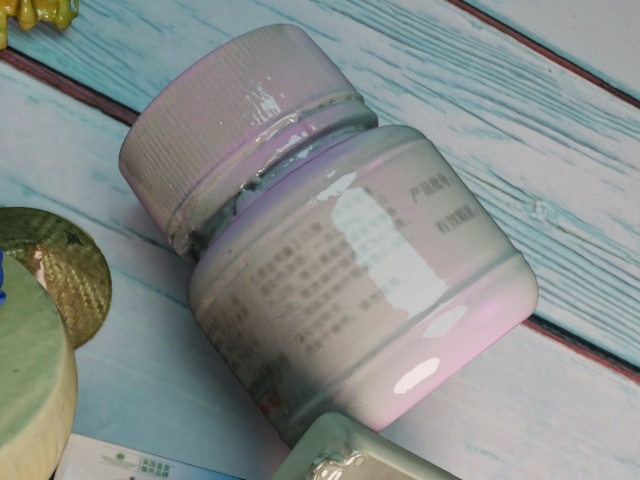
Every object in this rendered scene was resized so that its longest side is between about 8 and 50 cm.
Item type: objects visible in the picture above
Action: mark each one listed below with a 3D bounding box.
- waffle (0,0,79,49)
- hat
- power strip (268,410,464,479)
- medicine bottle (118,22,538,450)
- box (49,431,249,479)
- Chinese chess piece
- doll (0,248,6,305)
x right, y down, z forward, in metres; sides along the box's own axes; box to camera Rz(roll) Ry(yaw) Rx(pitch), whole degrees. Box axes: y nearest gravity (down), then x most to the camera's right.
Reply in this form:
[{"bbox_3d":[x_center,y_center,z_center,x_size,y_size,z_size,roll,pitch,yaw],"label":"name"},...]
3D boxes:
[{"bbox_3d":[-0.347,-0.320,0.944,0.309,0.065,0.283,36,53,-4],"label":"waffle"},{"bbox_3d":[-0.232,0.020,0.791,0.146,0.067,0.146,12,57,-19],"label":"hat"},{"bbox_3d":[0.046,0.212,0.717,0.270,0.118,0.046,36,4,-45],"label":"power strip"},{"bbox_3d":[0.000,0.000,0.806,0.241,0.241,0.302,-30,77,-36],"label":"medicine bottle"},{"bbox_3d":[-0.113,0.236,0.714,0.194,0.073,0.139,19,55,-15],"label":"box"},{"bbox_3d":[-0.289,0.101,0.654,0.250,0.101,0.250,9,42,-8],"label":"Chinese chess piece"},{"bbox_3d":[-0.261,-0.001,0.660,0.143,0.057,0.099,39,19,18],"label":"doll"}]
